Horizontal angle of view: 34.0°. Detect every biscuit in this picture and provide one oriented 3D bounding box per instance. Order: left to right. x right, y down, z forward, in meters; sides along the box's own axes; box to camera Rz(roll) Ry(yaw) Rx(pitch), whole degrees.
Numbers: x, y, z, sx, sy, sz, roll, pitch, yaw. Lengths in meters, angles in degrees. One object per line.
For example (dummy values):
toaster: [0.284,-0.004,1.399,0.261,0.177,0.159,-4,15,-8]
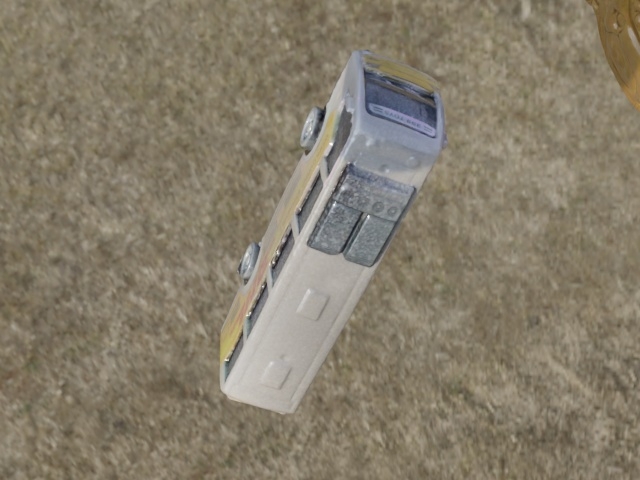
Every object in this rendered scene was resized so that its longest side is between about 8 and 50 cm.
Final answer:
biscuit: [0.294,-0.238,1.009,0.044,0.202,0.289,-22,80,0]

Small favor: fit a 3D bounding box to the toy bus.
toy bus: [0.000,0.000,0.962,0.097,0.343,0.138,19,32,-14]
